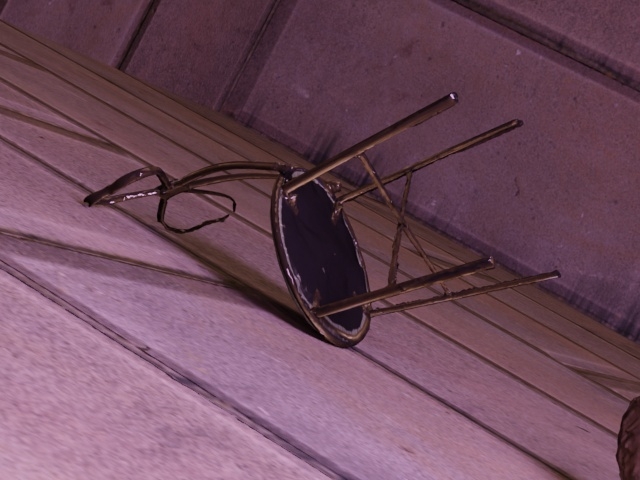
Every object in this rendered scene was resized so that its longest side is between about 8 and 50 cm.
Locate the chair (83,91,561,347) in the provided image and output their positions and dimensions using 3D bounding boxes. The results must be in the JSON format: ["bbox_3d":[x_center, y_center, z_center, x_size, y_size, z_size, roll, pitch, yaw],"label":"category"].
[{"bbox_3d":[0.000,0.000,1.416,0.325,0.170,0.160,-18,-13,24],"label":"chair"}]

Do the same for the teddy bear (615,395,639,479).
[{"bbox_3d":[0.296,0.146,1.189,0.177,0.190,0.140,42,34,-3],"label":"teddy bear"}]
